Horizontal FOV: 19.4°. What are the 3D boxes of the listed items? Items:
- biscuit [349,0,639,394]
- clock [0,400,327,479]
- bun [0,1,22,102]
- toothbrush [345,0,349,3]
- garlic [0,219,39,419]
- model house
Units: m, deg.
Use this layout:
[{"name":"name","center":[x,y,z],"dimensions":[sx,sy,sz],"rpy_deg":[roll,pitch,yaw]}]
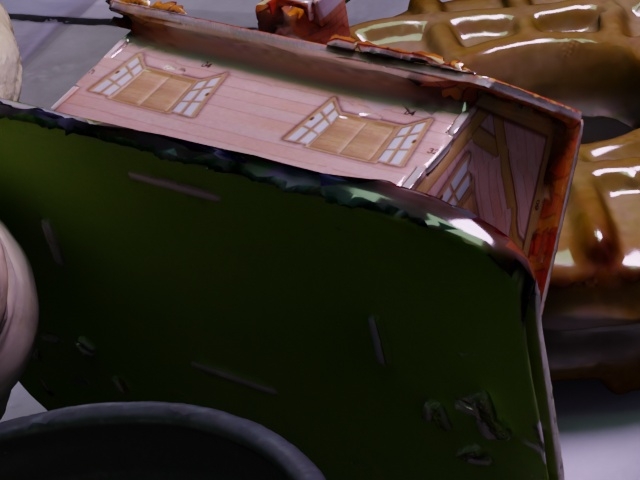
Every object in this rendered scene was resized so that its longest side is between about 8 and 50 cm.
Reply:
[{"name":"biscuit","center":[0.120,-0.040,0.953],"dimensions":[0.332,0.103,0.332],"rpy_deg":[-6,30,4]},{"name":"clock","center":[-0.143,0.187,0.556],"dimensions":[0.386,0.076,0.386],"rpy_deg":[-21,23,10]},{"name":"bun","center":[-0.255,-0.089,1.118],"dimensions":[0.188,0.111,0.164],"rpy_deg":[21,58,33]},{"name":"toothbrush","center":[-0.045,-0.074,0.956],"dimensions":[0.304,0.030,0.030],"rpy_deg":[-37,26,18]},{"name":"garlic","center":[-0.225,0.003,0.745],"dimensions":[0.218,0.218,0.212],"rpy_deg":[-15,69,-13]},{"name":"model house","center":[-0.001,-0.001,0.790],"dimensions":[0.294,0.207,0.154],"rpy_deg":[15,48,31]}]
